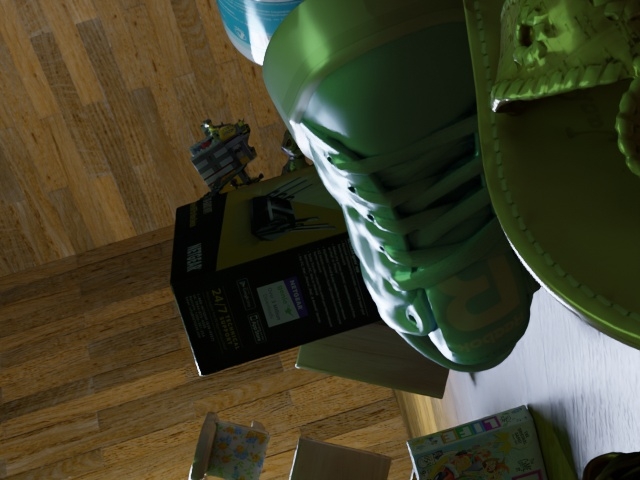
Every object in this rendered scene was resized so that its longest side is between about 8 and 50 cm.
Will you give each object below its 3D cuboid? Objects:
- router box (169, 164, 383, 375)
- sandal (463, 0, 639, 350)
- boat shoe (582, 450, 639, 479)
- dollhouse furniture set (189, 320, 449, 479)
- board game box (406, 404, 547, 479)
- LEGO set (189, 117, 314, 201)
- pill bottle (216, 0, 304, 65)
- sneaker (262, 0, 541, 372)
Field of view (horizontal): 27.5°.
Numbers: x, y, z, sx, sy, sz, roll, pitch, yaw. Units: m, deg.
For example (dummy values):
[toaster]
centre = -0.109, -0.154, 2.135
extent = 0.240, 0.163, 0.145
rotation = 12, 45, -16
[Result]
[router box]
centre = 0.000, 0.000, 1.118
extent = 0.309, 0.243, 0.081
rotation = -116, 9, -76
[sandal]
centre = 0.079, -0.070, 0.399
extent = 0.240, 0.088, 0.079
rotation = -101, -9, -49
[boat shoe]
centre = 0.146, 0.128, 0.601
extent = 0.178, 0.064, 0.060
rotation = 66, -175, -82
[dollhouse furniture set]
centre = 0.026, 0.279, 1.587
extent = 0.256, 0.362, 0.394
rotation = -106, 29, -87
[board game box]
centre = 0.141, 0.222, 1.093
extent = 0.026, 0.103, 0.154
rotation = -111, 4, -68
[LEGO set]
centre = -0.051, -0.099, 1.687
extent = 0.192, 0.255, 0.331
rotation = 56, -170, -14
[pill bottle]
centre = -0.035, -0.275, 1.163
extent = 0.264, 0.146, 0.146
rotation = 78, 175, -65
[sneaker]
centre = 0.075, -0.018, 0.706
extent = 0.150, 0.135, 0.366
rotation = 64, -176, 21
